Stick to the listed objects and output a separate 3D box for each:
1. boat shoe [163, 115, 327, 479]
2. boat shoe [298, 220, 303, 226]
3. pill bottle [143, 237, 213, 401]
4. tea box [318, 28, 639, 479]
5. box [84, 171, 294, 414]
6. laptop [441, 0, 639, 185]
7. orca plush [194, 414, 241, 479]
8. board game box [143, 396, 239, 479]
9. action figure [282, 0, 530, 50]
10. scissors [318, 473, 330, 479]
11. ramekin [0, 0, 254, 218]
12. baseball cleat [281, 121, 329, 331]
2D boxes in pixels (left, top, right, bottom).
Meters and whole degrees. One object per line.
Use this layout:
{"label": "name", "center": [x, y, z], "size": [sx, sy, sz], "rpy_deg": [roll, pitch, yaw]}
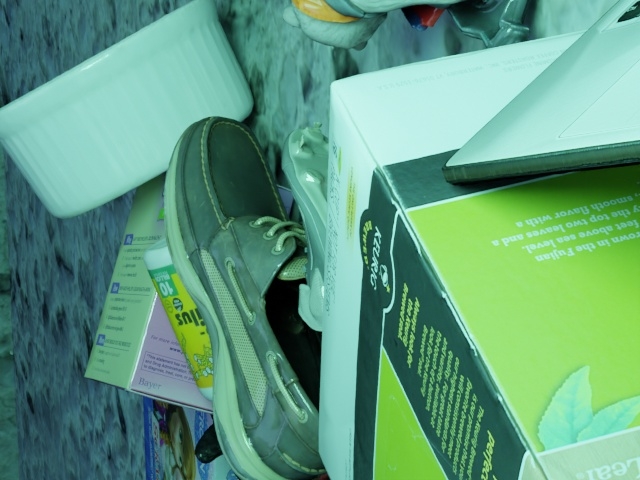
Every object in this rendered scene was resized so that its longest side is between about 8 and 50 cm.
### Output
{"label": "boat shoe", "center": [-0.035, 0.043, 1.602], "size": [0.130, 0.132, 0.355], "rpy_deg": [-31, 67, 38]}
{"label": "boat shoe", "center": [-0.001, 0.083, 1.698], "size": [0.080, 0.076, 0.228], "rpy_deg": [151, 110, -70]}
{"label": "pill bottle", "center": [-0.080, 0.085, 1.748], "size": [0.208, 0.117, 0.117], "rpy_deg": [68, 162, -8]}
{"label": "tea box", "center": [0.150, 0.109, 1.012], "size": [0.329, 0.220, 0.323], "rpy_deg": [92, 161, -45]}
{"label": "box", "center": [-0.141, 0.050, 1.904], "size": [0.213, 0.117, 0.243], "rpy_deg": [177, 109, -71]}
{"label": "laptop", "center": [0.200, -0.246, 0.769], "size": [0.236, 0.408, 0.382], "rpy_deg": [50, 165, -11]}
{"label": "orca plush", "center": [-0.082, 0.238, 1.897], "size": [0.151, 0.102, 0.287], "rpy_deg": [110, 149, -54]}
{"label": "board game box", "center": [-0.146, 0.264, 2.204], "size": [0.318, 0.066, 0.319], "rpy_deg": [-137, 43, -61]}
{"label": "action figure", "center": [0.037, -0.294, 1.308], "size": [0.341, 0.178, 0.330], "rpy_deg": [56, 139, 48]}
{"label": "scissors", "center": [0.011, 0.207, 1.794], "size": [0.297, 0.021, 0.109], "rpy_deg": [134, 128, -69]}
{"label": "ramekin", "center": [-0.205, -0.137, 1.907], "size": [0.135, 0.277, 0.277], "rpy_deg": [61, 163, -9]}
{"label": "baseball cleat", "center": [0.000, 0.000, 1.506], "size": [0.109, 0.072, 0.206], "rpy_deg": [-59, 36, 34]}
